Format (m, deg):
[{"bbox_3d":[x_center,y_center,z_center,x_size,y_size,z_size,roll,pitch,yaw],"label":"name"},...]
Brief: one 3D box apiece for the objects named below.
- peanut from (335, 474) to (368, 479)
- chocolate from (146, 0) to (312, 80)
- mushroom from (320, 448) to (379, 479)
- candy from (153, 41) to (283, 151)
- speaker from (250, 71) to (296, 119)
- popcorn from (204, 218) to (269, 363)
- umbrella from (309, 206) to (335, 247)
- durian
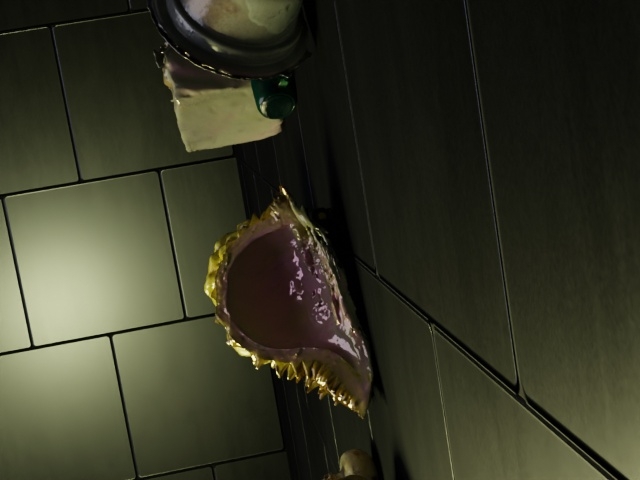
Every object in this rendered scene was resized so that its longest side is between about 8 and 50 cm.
[{"bbox_3d":[0.056,0.392,1.335,0.233,0.110,0.197,90,168,-50],"label":"peanut"},{"bbox_3d":[-0.088,-0.308,1.325,0.221,0.221,0.147,-106,32,-41],"label":"chocolate"},{"bbox_3d":[0.038,0.321,1.501,0.085,0.079,0.085,173,90,-82],"label":"mushroom"},{"bbox_3d":[-0.165,-0.254,1.888,0.185,0.195,0.137,87,170,-58],"label":"candy"},{"bbox_3d":[-0.070,-0.231,1.667,0.094,0.060,0.075,88,168,-51],"label":"speaker"},{"bbox_3d":[-0.068,0.070,1.751,0.200,0.226,0.203,-55,-8,34],"label":"popcorn"},{"bbox_3d":[0.000,0.000,1.520,0.144,0.040,0.037,91,155,-64],"label":"umbrella"},{"bbox_3d":[-0.011,0.108,1.459,0.305,0.185,0.195,58,-172,17],"label":"durian"}]
